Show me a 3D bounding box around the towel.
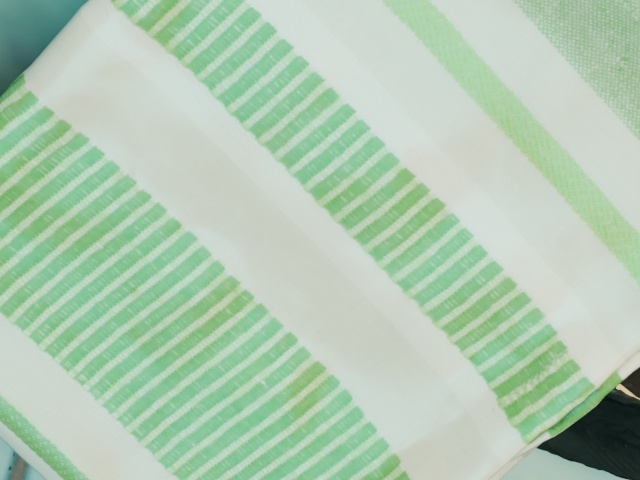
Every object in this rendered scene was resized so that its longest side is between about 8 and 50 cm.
[{"bbox_3d":[0.000,0.000,0.508,0.248,0.038,0.325,45,115,-7],"label":"towel"}]

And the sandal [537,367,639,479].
[{"bbox_3d":[-0.041,0.040,0.619,0.445,0.107,0.167,17,160,18],"label":"sandal"}]
